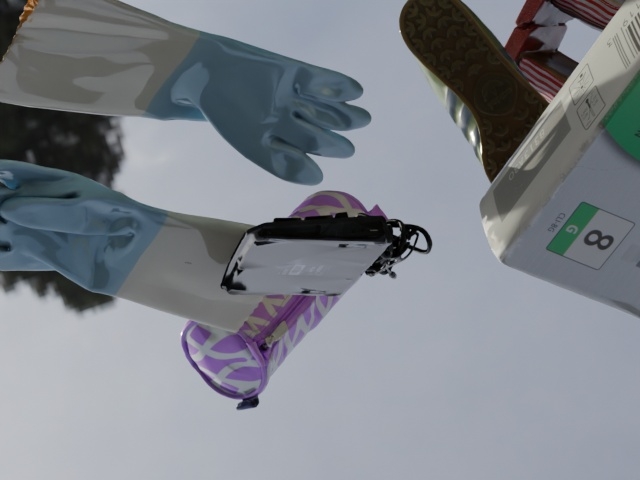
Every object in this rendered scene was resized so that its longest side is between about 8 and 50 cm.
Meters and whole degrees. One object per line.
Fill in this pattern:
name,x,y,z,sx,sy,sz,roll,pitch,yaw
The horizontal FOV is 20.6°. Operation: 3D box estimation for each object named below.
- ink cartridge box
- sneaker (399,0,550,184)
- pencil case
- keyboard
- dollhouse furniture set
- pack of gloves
ink cartridge box,0.211,-0.031,0.780,0.224,0.181,0.056,22,-148,-20
sneaker,0.122,-0.095,1.222,0.064,0.192,0.086,-34,-173,10
pencil case,-0.029,0.040,1.425,0.088,0.086,0.206,-25,-161,45
keyboard,0.000,0.000,0.962,0.100,0.192,0.038,2,-100,-8
dollhouse furniture set,0.315,-0.147,1.535,0.201,0.152,0.374,33,-159,20
pack of gloves,-0.099,-0.050,0.997,0.232,0.195,0.046,15,-145,-34
